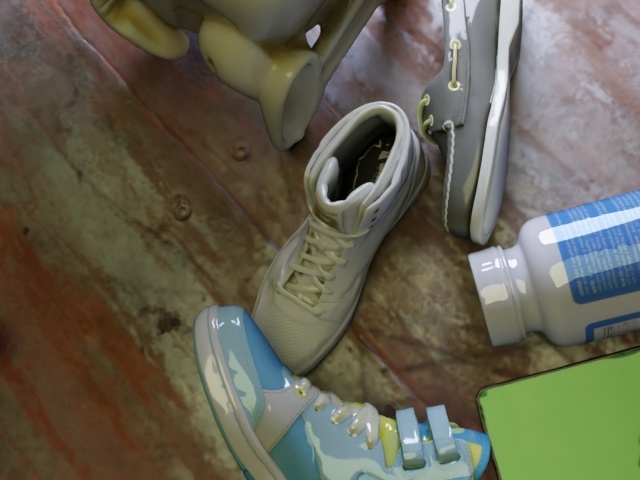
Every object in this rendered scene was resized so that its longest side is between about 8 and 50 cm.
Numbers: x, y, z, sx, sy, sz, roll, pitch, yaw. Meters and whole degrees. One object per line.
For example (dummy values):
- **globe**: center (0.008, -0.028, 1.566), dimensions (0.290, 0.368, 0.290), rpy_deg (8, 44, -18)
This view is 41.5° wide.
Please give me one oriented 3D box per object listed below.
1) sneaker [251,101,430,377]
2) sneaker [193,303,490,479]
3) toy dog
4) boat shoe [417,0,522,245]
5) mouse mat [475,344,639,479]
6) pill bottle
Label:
- **sneaker**: center (0.000, 0.000, 0.816), dimensions (0.108, 0.169, 0.292), rpy_deg (29, 86, 17)
- **sneaker**: center (0.031, 0.169, 0.778), dimensions (0.208, 0.127, 0.319), rpy_deg (-28, 90, 5)
- **toy dog**: center (-0.152, -0.318, 0.826), dimensions (0.408, 0.395, 0.284), rpy_deg (31, 94, 10)
- **boat shoe**: center (0.147, -0.141, 0.850), dimensions (0.091, 0.109, 0.305), rpy_deg (5, 72, 15)
- **mouse mat**: center (0.255, 0.190, 0.791), dimensions (0.190, 0.007, 0.152), rpy_deg (-17, 73, 10)
- **pill bottle**: center (0.253, 0.026, 0.770), dimensions (0.222, 0.124, 0.124), rpy_deg (-15, 73, 9)
